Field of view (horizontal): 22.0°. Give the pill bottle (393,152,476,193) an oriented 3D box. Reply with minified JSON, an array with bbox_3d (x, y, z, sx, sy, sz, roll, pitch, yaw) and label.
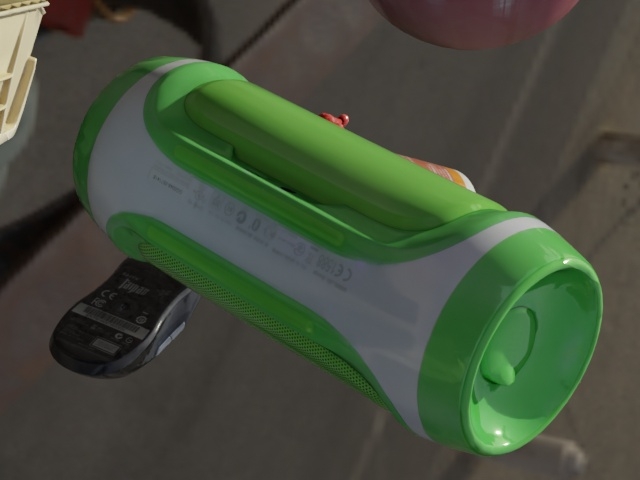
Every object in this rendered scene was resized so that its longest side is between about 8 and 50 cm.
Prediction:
[{"bbox_3d":[0.016,-0.024,1.393,0.216,0.121,0.121,13,86,-25],"label":"pill bottle"}]

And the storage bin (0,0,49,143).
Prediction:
[{"bbox_3d":[-0.365,-0.163,1.255,0.260,0.262,0.123,-79,-172,-80],"label":"storage bin"}]

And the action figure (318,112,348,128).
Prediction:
[{"bbox_3d":[-0.013,-0.091,1.567,0.115,0.038,0.030,-37,158,-32],"label":"action figure"}]

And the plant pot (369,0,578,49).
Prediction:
[{"bbox_3d":[0.068,-0.182,0.748,0.180,0.201,0.201,68,41,-69],"label":"plant pot"}]

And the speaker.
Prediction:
[{"bbox_3d":[0.000,0.000,0.876,0.131,0.296,0.131,-28,132,-36],"label":"speaker"}]

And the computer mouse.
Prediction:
[{"bbox_3d":[-0.140,0.074,1.644,0.262,0.184,0.060,-56,156,-45],"label":"computer mouse"}]
